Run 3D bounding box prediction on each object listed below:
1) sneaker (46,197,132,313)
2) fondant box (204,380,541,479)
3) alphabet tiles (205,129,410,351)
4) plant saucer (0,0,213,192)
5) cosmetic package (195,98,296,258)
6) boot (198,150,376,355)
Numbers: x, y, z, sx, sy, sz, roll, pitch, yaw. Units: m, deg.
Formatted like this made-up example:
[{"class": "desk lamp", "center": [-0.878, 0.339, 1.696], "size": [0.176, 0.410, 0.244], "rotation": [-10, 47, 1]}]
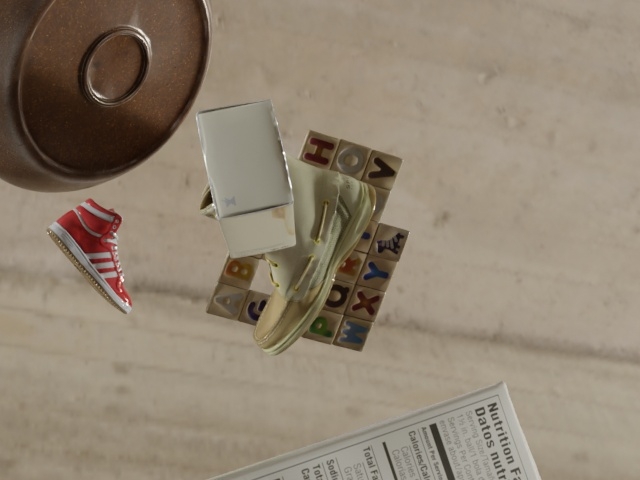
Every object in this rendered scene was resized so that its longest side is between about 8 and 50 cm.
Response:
[{"class": "sneaker", "center": [-0.210, 0.013, 1.278], "size": [0.067, 0.042, 0.118], "rotation": [-44, -68, -18]}, {"class": "fondant box", "center": [-0.082, 0.175, 0.629], "size": [0.330, 0.096, 0.238], "rotation": [-11, -12, -38]}, {"class": "alphabet tiles", "center": [0.000, 0.000, 1.461], "size": [0.198, 0.009, 0.237], "rotation": [16, -74, -19]}, {"class": "plant saucer", "center": [-0.117, -0.097, 0.695], "size": [0.168, 0.029, 0.168], "rotation": [-30, -42, -32]}, {"class": "cosmetic package", "center": [-0.038, -0.031, 0.699], "size": [0.041, 0.060, 0.115], "rotation": [-12, -9, -3]}, {"class": "boot", "center": [-0.059, 0.004, 1.348], "size": [0.165, 0.077, 0.213], "rotation": [24, -77, -25]}]
